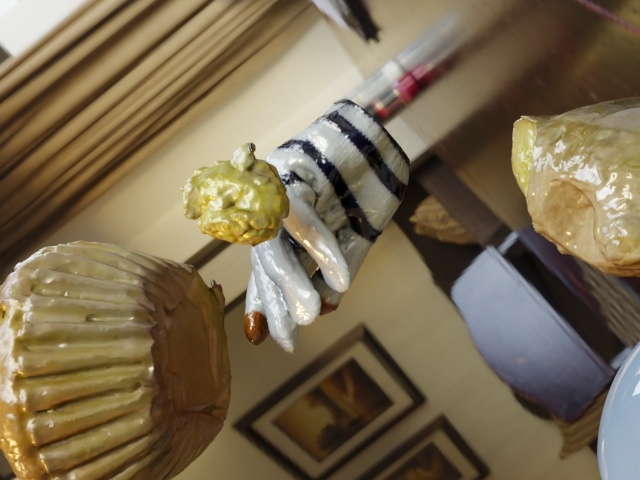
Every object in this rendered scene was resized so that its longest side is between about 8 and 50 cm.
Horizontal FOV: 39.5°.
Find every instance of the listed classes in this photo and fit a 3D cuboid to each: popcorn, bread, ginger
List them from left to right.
[{"bbox_3d":[-0.184,0.123,0.819,0.274,0.149,0.273,-12,-90,-75],"label":"bread"},{"bbox_3d":[-0.062,-0.030,0.711,0.084,0.084,0.084,51,-179,-2],"label":"popcorn"},{"bbox_3d":[0.283,-0.050,0.654,0.219,0.270,0.123,-95,-6,-71],"label":"ginger"}]

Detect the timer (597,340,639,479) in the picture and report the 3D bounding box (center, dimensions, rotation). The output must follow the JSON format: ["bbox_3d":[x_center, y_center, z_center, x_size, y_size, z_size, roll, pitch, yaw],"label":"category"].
[{"bbox_3d":[0.222,0.054,0.346,0.175,0.255,0.175,33,-164,-11],"label":"timer"}]

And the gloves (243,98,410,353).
[{"bbox_3d":[-0.012,-0.010,0.803,0.131,0.218,0.140,40,179,6],"label":"gloves"}]
